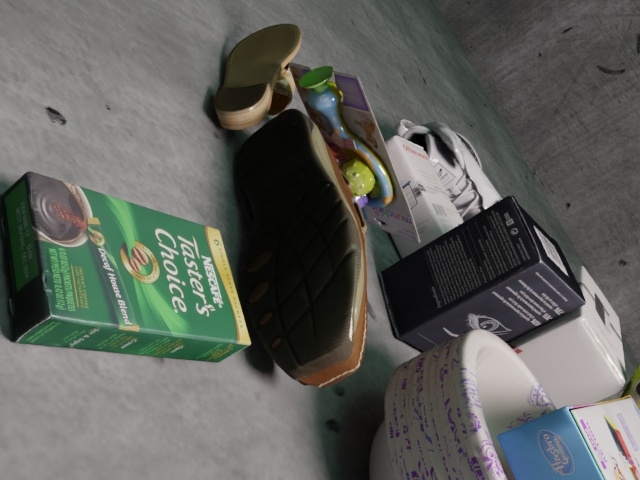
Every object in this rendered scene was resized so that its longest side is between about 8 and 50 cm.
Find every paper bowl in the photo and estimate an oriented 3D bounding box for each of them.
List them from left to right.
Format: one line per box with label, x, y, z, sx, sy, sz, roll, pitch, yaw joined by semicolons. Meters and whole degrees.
paper bowl;0.155;0.240;0.659;0.284;0.148;0.284;42;29;-30

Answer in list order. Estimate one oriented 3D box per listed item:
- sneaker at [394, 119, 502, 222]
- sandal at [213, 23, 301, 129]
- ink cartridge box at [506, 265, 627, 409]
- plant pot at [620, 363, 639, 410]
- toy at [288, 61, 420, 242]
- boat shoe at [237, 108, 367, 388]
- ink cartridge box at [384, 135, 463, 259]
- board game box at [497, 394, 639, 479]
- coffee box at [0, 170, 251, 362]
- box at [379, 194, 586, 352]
sneaker;0.250;-0.064;1.218;0.210;0.137;0.366;14;44;-56
sandal;-0.073;-0.183;0.851;0.240;0.088;0.079;-76;160;-49
ink cartridge box;0.328;0.158;1.017;0.114;0.197;0.273;58;24;1
plant pot;0.475;0.288;0.855;0.207;0.227;0.228;17;12;-38
toy;0.027;-0.093;0.826;0.137;0.056;0.237;27;-33;49
boat shoe;0.000;0.000;0.689;0.120;0.123;0.324;44;26;-41
ink cartridge box;0.152;-0.054;1.077;0.140;0.082;0.190;6;54;-60
board game box;0.286;0.266;0.617;0.316;0.064;0.242;18;46;-56
coffee box;-0.134;0.026;0.499;0.184;0.040;0.113;22;42;-52
box;0.208;0.062;0.894;0.153;0.207;0.108;34;33;-44
